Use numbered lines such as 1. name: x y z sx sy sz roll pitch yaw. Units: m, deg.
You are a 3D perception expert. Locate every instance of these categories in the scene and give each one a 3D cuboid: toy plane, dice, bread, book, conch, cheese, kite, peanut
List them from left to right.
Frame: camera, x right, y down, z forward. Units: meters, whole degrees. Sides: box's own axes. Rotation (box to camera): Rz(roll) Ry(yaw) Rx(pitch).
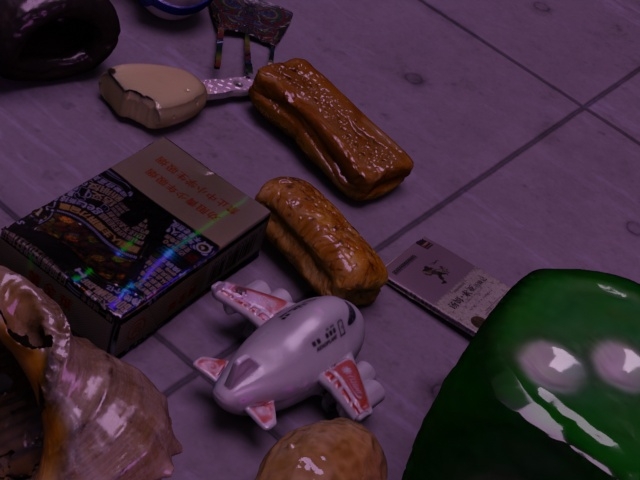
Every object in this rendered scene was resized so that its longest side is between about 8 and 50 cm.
1. conch: -0.302 0.188 1.348 0.263 0.186 0.324 -32 87 -30
2. cheese: -0.196 -0.222 1.962 0.255 0.050 0.127 -10 45 -37
3. kite: -0.121 -0.332 2.141 0.152 0.015 0.285 14 33 -9
4. toy plane: -0.037 0.136 1.574 0.252 0.118 0.252 14 39 -12
5. peanut: -0.021 0.294 1.384 0.149 0.149 0.313 26 38 7
6. bread: 0.000 0.000 1.756 0.211 0.083 0.114 48 23 25
7. bread: 0.015 -0.168 1.970 0.139 0.077 0.271 -22 56 -44
8. book: 0.184 0.066 1.815 0.181 0.014 0.127 32 41 20
9. dice: 0.283 0.229 1.465 0.297 0.287 0.300 32 42 15

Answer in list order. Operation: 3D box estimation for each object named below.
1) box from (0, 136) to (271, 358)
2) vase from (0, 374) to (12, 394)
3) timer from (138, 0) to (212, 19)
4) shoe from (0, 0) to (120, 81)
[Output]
1. box: -0.230 0.002 1.668 0.198 0.084 0.310 35 42 17
2. vase: -0.426 0.073 1.484 0.128 0.128 0.248 -20 44 -38
3. timer: -0.315 -0.512 2.123 0.383 0.270 0.270 45 44 7
4. shoe: -0.480 -0.335 1.879 0.384 0.171 0.237 0 39 -34
